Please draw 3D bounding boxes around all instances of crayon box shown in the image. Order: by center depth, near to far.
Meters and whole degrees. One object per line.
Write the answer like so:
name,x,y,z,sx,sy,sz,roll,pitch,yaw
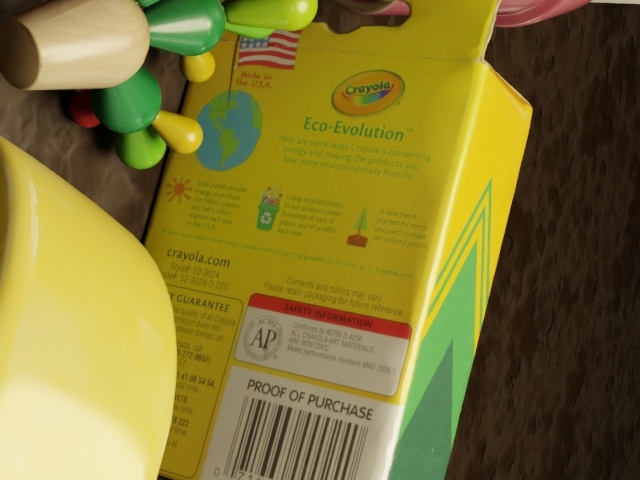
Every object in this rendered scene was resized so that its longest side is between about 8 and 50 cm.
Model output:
crayon box,0.000,0.000,0.789,0.081,0.202,0.319,27,76,-57

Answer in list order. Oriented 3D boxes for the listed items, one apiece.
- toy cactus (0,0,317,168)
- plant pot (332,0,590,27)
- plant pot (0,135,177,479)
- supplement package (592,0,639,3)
toy cactus,-0.087,-0.119,0.674,0.180,0.219,0.112,-23,73,-48
plant pot,0.086,-0.232,0.892,0.180,0.201,0.201,-22,118,-36
plant pot,-0.218,0.038,0.444,0.239,0.254,0.254,40,64,-36
supplement package,0.292,-0.350,1.150,0.145,0.204,0.262,-54,140,-36
